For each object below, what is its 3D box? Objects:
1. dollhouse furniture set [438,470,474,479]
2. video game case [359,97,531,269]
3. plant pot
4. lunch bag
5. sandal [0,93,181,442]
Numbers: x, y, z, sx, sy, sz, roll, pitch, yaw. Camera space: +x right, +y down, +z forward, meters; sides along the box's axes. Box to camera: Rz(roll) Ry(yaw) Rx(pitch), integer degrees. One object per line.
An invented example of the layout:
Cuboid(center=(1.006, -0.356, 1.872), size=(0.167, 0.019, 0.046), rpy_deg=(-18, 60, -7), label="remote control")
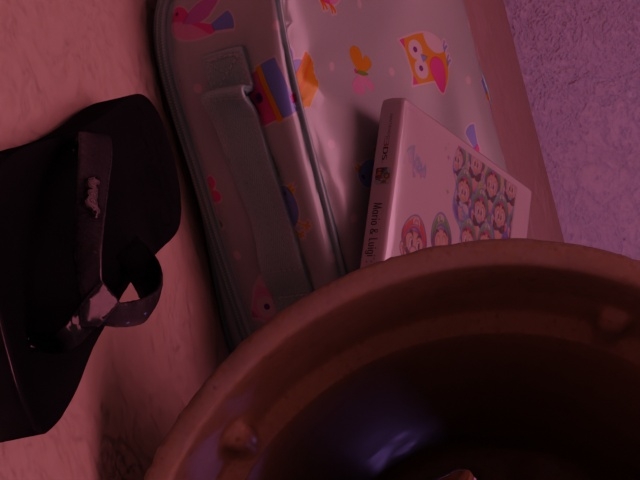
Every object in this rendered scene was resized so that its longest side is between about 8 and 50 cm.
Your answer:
Cuboid(center=(0.251, 0.214, 1.172), size=(0.362, 0.394, 0.256), rpy_deg=(-54, 132, -71), label="dollhouse furniture set")
Cuboid(center=(0.072, 0.014, 0.895), size=(0.157, 0.019, 0.143), rpy_deg=(28, 65, -51), label="video game case")
Cuboid(center=(0.091, 0.196, 0.795), size=(0.305, 0.333, 0.334), rpy_deg=(69, 14, -76), label="plant pot")
Cuboid(center=(0.011, -0.051, 0.931), size=(0.224, 0.108, 0.279), rpy_deg=(-30, 108, -52), label="lunch bag")
Cuboid(center=(-0.094, -0.007, 0.660), size=(0.254, 0.054, 0.097), rpy_deg=(-70, 147, -64), label="sandal")
